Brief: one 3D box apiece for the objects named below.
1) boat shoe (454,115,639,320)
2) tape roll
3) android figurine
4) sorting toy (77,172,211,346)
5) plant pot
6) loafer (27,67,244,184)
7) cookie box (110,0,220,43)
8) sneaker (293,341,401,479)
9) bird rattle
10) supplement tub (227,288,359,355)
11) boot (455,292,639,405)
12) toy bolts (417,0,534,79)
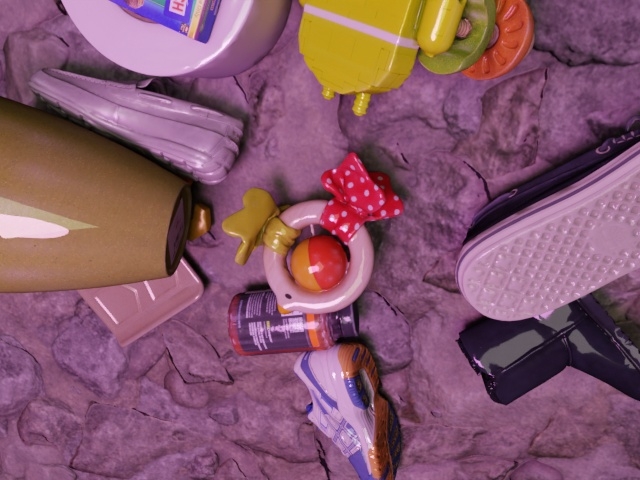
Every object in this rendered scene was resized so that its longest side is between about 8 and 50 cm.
[{"bbox_3d":[0.401,-0.059,0.563,0.500,0.156,0.187,-28,108,22],"label":"boat shoe"},{"bbox_3d":[-0.169,-0.329,0.561,0.246,0.169,0.246,3,109,9],"label":"tape roll"},{"bbox_3d":[0.058,-0.289,0.532,0.248,0.056,0.273,37,126,36],"label":"android figurine"},{"bbox_3d":[-0.297,0.021,0.773,0.307,0.041,0.229,-32,96,17],"label":"sorting toy"},{"bbox_3d":[-0.340,-0.042,0.629,0.293,0.275,0.275,10,110,-6],"label":"plant pot"},{"bbox_3d":[-0.266,-0.186,0.670,0.319,0.112,0.112,23,75,2],"label":"loafer"},{"bbox_3d":[-0.158,-0.270,0.468,0.107,0.040,0.092,24,110,0],"label":"cookie box"},{"bbox_3d":[0.049,0.305,0.790,0.130,0.112,0.297,-9,106,30],"label":"sneaker"},{"bbox_3d":[0.000,0.000,0.664,0.253,0.143,0.207,-13,88,3],"label":"bird rattle"},{"bbox_3d":[-0.040,0.126,0.728,0.197,0.106,0.106,-6,107,11],"label":"supplement tub"},{"bbox_3d":[0.355,0.187,0.690,0.207,0.094,0.246,-40,92,15],"label":"boot"},{"bbox_3d":[0.182,-0.331,0.552,0.218,0.158,0.229,42,128,37],"label":"toy bolts"}]
